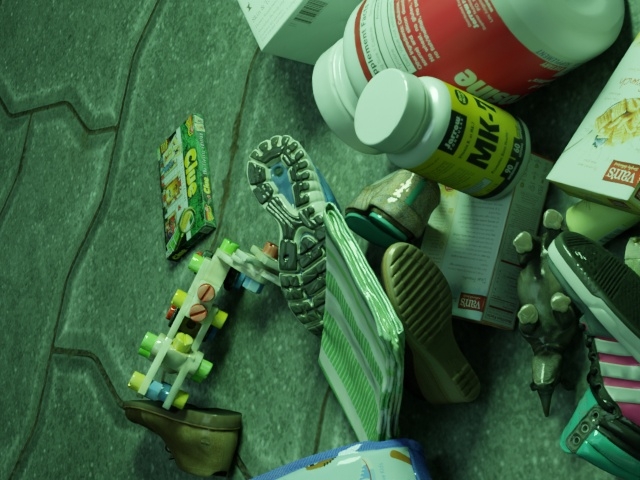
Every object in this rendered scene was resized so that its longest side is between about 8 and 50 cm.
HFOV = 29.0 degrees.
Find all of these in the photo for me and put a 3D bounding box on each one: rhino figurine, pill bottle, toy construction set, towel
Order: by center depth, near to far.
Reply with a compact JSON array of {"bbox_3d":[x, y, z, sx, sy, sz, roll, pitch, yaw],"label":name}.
[{"bbox_3d":[0.275,0.093,1.503,0.073,0.106,0.243,-3,72,14],"label":"rhino figurine"},{"bbox_3d":[0.152,-0.133,1.543,0.119,0.208,0.119,-27,54,45],"label":"pill bottle"},{"bbox_3d":[0.180,-0.270,1.660,0.408,0.229,0.229,-28,55,45],"label":"pill bottle"},{"bbox_3d":[0.049,0.145,1.668,0.325,0.038,0.248,89,160,-47],"label":"towel"},{"bbox_3d":[-0.190,0.116,2.044,0.327,0.151,0.215,-49,4,3],"label":"toy construction set"}]

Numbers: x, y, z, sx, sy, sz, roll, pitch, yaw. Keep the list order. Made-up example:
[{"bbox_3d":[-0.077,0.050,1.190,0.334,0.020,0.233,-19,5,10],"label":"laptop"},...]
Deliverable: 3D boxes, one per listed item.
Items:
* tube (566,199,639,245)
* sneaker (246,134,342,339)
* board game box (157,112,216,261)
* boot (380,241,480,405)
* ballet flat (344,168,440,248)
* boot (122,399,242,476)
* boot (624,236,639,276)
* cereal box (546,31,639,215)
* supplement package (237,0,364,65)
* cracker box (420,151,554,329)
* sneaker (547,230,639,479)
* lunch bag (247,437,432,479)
[{"bbox_3d":[0.391,-0.069,1.435,0.240,0.062,0.070,-36,43,42],"label":"tube"},{"bbox_3d":[0.000,0.000,1.898,0.130,0.147,0.330,-23,73,18],"label":"sneaker"},{"bbox_3d":[-0.256,-0.102,2.351,0.136,0.030,0.259,-37,49,36],"label":"board game box"},{"bbox_3d":[0.096,0.110,1.642,0.090,0.248,0.207,-36,21,-26],"label":"boot"},{"bbox_3d":[0.110,-0.048,1.724,0.106,0.107,0.316,-55,7,-5],"label":"ballet flat"},{"bbox_3d":[-0.248,0.331,2.105,0.305,0.112,0.115,4,90,52],"label":"boot"},{"bbox_3d":[0.420,-0.010,1.366,0.165,0.077,0.213,1,77,56],"label":"boot"},{"bbox_3d":[0.378,-0.148,1.425,0.240,0.047,0.173,-57,23,-3],"label":"cereal box"},{"bbox_3d":[-0.014,-0.442,1.982,0.199,0.198,0.262,-46,54,33],"label":"supplement package"},{"bbox_3d":[0.211,-0.007,1.650,0.156,0.067,0.232,10,83,55],"label":"cracker box"},{"bbox_3d":[0.314,0.148,1.360,0.295,0.124,0.178,53,124,19],"label":"sneaker"},{"bbox_3d":[0.000,0.466,1.589,0.385,0.239,0.328,-28,50,17],"label":"lunch bag"}]
